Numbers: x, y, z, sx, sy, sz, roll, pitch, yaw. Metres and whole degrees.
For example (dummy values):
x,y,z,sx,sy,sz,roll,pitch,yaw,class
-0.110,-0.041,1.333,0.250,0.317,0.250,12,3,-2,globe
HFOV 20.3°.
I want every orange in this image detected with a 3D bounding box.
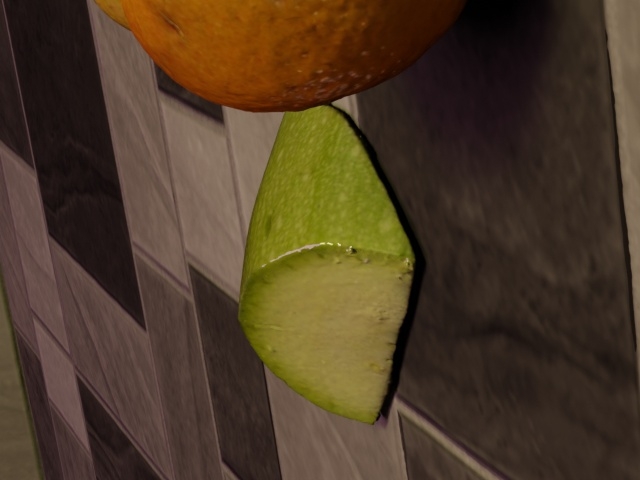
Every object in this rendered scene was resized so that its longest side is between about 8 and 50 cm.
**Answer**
x,y,z,sx,sy,sz,roll,pitch,yaw,class
-0.010,-0.166,0.807,0.224,0.170,0.224,-177,90,-85,orange

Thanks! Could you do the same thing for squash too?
x,y,z,sx,sy,sz,roll,pitch,yaw,class
-0.021,0.008,1.101,0.192,0.085,0.184,101,149,-49,squash

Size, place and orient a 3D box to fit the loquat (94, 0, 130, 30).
x,y,z,sx,sy,sz,roll,pitch,yaw,class
-0.082,-0.182,1.058,0.141,0.141,0.141,166,90,-72,loquat
